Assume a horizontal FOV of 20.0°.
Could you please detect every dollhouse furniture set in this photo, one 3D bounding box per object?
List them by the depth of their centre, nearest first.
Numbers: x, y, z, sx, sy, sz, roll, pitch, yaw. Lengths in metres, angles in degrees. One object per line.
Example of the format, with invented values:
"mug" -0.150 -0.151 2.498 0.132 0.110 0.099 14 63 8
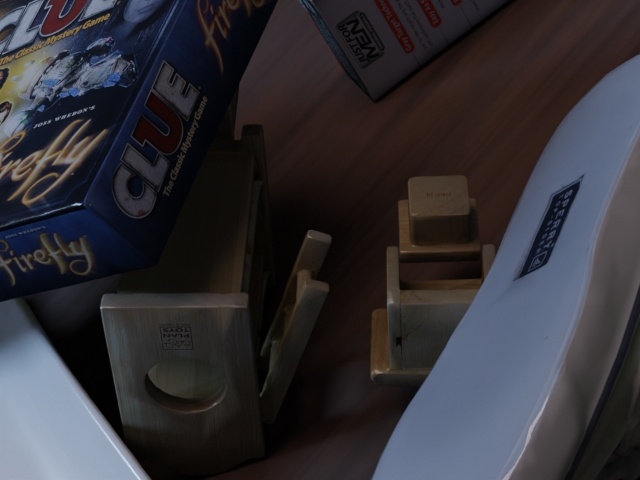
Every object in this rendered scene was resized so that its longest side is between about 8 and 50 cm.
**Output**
"dollhouse furniture set" 0.000 0.000 0.790 0.161 0.101 0.182 0 43 4

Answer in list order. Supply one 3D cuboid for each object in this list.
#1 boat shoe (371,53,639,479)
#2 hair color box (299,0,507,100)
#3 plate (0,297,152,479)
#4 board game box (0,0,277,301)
"boat shoe" 0.100 0.042 0.642 0.095 0.084 0.258 -25 28 55
"hair color box" 0.059 -0.141 0.884 0.141 0.072 0.043 -37 38 -3
"plate" -0.209 0.145 0.779 0.277 0.045 0.278 -39 45 -3
"board game box" -0.135 -0.046 0.791 0.243 0.042 0.165 -13 44 42
